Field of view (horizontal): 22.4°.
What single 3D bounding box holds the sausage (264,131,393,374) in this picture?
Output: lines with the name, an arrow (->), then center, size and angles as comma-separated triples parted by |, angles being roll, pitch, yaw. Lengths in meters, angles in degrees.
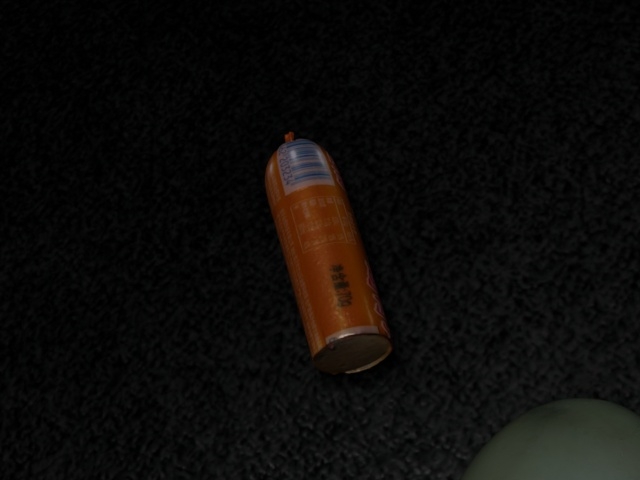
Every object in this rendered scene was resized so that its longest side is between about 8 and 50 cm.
sausage -> 0.000, 0.000, 1.406 | 0.071, 0.071, 0.234 | -20, 60, 6

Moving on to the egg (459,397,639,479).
egg -> 0.178, 0.248, 1.141 | 0.202, 0.203, 0.283 | 4, 64, 19
